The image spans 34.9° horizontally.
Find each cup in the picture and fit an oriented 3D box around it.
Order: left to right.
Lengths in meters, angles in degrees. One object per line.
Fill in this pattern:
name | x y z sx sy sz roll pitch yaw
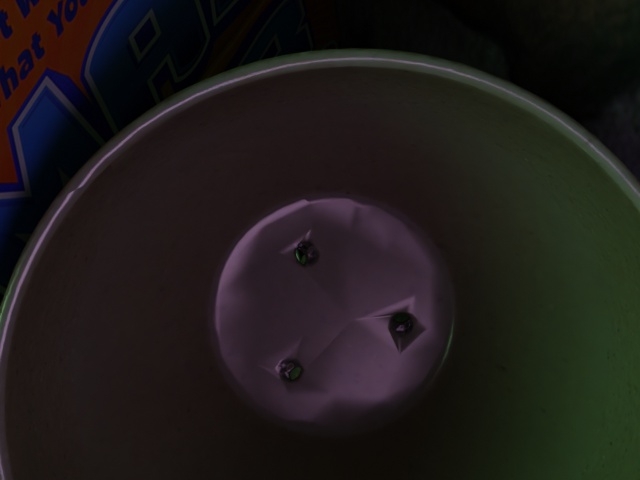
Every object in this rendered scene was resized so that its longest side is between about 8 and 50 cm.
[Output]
cup | 0.012 0.063 0.574 0.237 0.331 0.331 -100 2 -81

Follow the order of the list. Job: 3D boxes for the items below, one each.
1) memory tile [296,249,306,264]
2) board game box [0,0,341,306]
memory tile | 0.000 0.000 0.856 0.148 0.012 0.113 35 131 55
board game box | -0.235 -0.138 0.618 0.356 0.356 0.356 27 159 17
